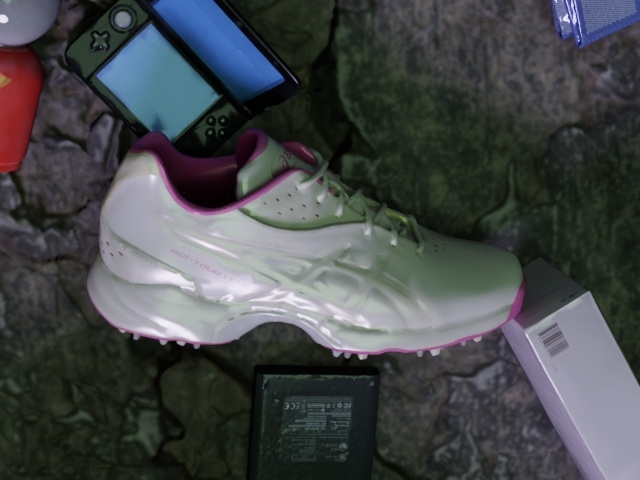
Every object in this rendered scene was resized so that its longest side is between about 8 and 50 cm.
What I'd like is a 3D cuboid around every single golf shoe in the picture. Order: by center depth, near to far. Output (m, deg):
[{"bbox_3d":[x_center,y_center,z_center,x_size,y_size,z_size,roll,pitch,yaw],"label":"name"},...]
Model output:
[{"bbox_3d":[0.000,0.000,0.817,0.306,0.115,0.140,2,115,-13],"label":"golf shoe"}]

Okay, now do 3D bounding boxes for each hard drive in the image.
[{"bbox_3d":[-0.007,0.161,0.912,0.094,0.022,0.135,2,103,-11],"label":"hard drive"}]

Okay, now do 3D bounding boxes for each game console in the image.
[{"bbox_3d":[-0.093,-0.113,0.803,0.107,0.071,0.122,-43,107,1],"label":"game console"}]

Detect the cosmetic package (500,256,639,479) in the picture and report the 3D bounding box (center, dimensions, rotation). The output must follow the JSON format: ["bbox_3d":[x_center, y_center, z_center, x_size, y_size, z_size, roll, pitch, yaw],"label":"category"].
[{"bbox_3d":[0.212,0.133,0.909,0.060,0.099,0.239,-32,108,-4],"label":"cosmetic package"}]

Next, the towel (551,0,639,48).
[{"bbox_3d":[0.221,-0.293,0.812,0.209,0.034,0.285,-25,120,-5],"label":"towel"}]

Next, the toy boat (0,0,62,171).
[{"bbox_3d":[-0.303,-0.111,0.703,0.318,0.267,0.148,-6,118,-40],"label":"toy boat"}]
